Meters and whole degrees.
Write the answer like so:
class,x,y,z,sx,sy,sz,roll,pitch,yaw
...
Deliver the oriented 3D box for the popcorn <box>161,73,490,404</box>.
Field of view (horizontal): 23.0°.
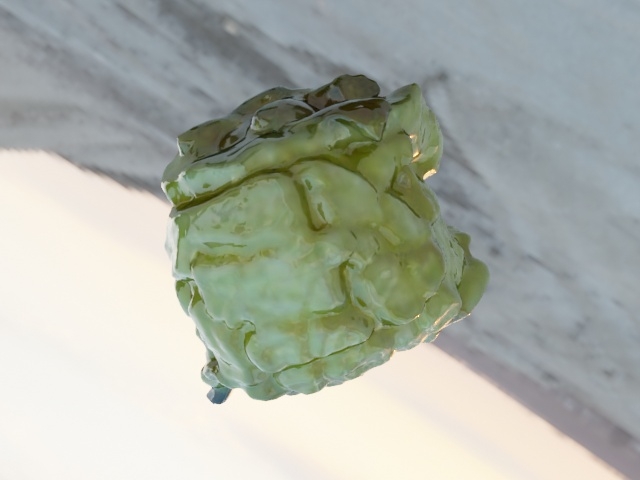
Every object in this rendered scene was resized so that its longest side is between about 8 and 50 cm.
class,x,y,z,sx,sy,sz,roll,pitch,yaw
popcorn,-0.003,-0.008,1.276,0.237,0.293,0.293,66,173,-12
